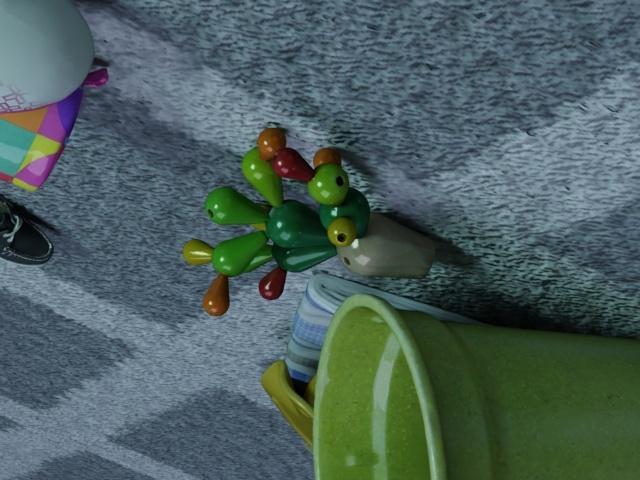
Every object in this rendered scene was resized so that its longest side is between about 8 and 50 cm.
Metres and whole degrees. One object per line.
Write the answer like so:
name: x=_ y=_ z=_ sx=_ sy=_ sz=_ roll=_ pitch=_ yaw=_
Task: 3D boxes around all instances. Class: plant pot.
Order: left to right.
plant pot: x=0.154 y=0.174 z=1.096 sx=0.253 sy=0.276 sz=0.276 roll=-2 pitch=161 yaw=-18

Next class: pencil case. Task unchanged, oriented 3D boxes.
pencil case: x=-0.275 y=-0.123 z=0.960 sx=0.236 sy=0.104 sz=0.104 roll=23 pitch=155 yaw=-18

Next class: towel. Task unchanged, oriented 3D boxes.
towel: x=0.069 y=0.121 z=1.314 sx=0.209 sy=0.034 sz=0.285 roll=18 pitch=155 yaw=0

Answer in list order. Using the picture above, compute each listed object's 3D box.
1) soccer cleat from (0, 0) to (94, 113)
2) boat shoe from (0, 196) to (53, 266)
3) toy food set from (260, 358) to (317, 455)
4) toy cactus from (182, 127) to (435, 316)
soccer cleat: x=-0.290 y=-0.177 z=0.827 sx=0.331 sy=0.116 sz=0.143 roll=23 pitch=155 yaw=-10
boat shoe: x=-0.292 y=-0.017 z=1.248 sx=0.125 sy=0.046 sz=0.038 roll=37 pitch=154 yaw=-20
toy food set: x=0.021 y=0.175 z=1.361 sx=0.128 sy=0.071 sz=0.218 roll=36 pitch=165 yaw=31
toy cactus: x=0.000 y=0.000 z=1.048 sx=0.180 sy=0.112 sz=0.219 roll=14 pitch=148 yaw=-17
